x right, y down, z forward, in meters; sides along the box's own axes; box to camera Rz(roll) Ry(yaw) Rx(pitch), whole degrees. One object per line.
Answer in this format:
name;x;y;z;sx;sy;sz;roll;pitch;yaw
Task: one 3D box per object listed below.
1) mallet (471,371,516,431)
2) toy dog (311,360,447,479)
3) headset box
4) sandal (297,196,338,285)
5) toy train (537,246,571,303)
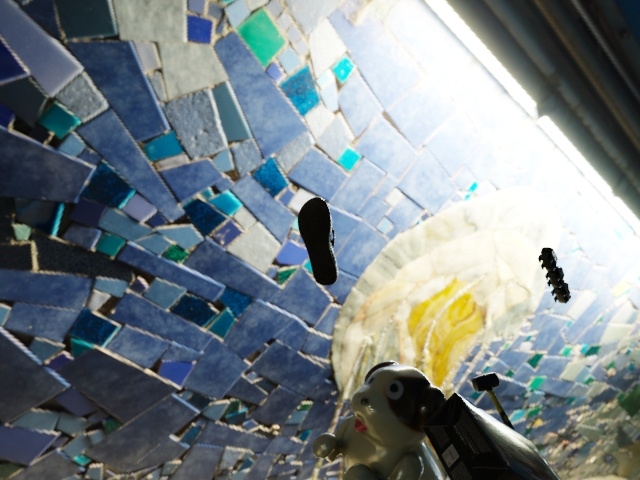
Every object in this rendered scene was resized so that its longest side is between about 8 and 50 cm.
mallet;0.440;0.403;1.236;0.039;0.062;0.189;87;-21;-49
toy dog;0.183;0.499;1.219;0.396;0.407;0.284;-8;16;-21
headset box;0.372;0.462;1.016;0.293;0.110;0.218;36;10;-20
sandal;0.000;0.000;0.991;0.067;0.179;0.040;-1;22;23
toy train;0.416;0.063;0.912;0.027;0.036;0.158;1;-36;39
